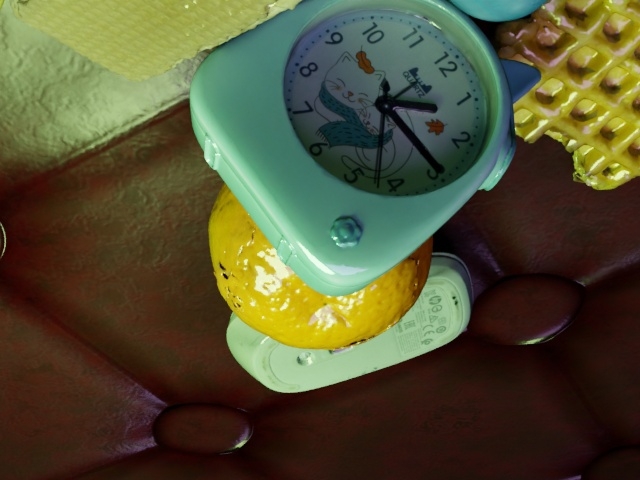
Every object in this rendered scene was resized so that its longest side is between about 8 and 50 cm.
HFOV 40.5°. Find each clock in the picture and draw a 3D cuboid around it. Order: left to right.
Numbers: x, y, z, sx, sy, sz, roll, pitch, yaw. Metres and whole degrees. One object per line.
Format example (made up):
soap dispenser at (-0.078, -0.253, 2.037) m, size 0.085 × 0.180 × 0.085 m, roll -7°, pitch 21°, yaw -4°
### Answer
clock at (0.049, -0.104, 0.725) m, size 0.274 × 0.223 × 0.094 m, roll -33°, pitch 173°, yaw -16°

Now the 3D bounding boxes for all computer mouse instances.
computer mouse at (0.032, 0.083, 1.012) m, size 0.288 × 0.097 × 0.159 m, roll -20°, pitch 135°, yaw 0°

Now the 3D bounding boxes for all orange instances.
orange at (0.000, -0.001, 0.846) m, size 0.219 × 0.193 × 0.219 m, roll -12°, pitch 125°, yaw -17°

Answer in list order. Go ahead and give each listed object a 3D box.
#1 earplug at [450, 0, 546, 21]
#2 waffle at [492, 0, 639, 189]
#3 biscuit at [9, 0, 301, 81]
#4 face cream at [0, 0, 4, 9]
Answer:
earplug at (0.087, -0.263, 0.628) m, size 0.132 × 0.132 × 0.273 m, roll -32°, pitch 134°, yaw 26°
waffle at (0.289, -0.145, 0.821) m, size 0.291 × 0.051 × 0.291 m, roll -2°, pitch 135°, yaw -2°
biscuit at (-0.058, -0.209, 0.574) m, size 0.144 × 0.078 × 0.426 m, roll 27°, pitch 157°, yaw -35°
face cream at (-0.299, -0.245, 0.566) m, size 0.218 × 0.179 × 0.218 m, roll -3°, pitch 137°, yaw -2°
